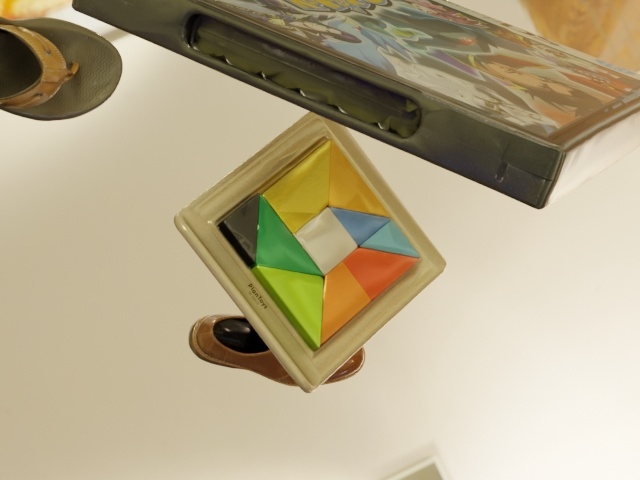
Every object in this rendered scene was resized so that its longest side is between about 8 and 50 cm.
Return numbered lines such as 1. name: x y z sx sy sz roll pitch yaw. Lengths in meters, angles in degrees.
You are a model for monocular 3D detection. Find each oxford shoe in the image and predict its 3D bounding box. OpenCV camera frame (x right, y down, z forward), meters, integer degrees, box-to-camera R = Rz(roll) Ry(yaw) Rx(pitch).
1. oxford shoe: -0.040 0.125 1.452 0.076 0.212 0.076 151 -56 -65

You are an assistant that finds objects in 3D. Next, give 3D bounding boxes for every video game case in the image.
1. video game case: 0.047 -0.101 0.682 0.248 0.035 0.275 25 21 18

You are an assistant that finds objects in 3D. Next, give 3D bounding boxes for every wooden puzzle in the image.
1. wooden puzzle: 0.000 0.000 1.280 0.221 0.238 0.044 53 -32 -5

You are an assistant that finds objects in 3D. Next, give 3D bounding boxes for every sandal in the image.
1. sandal: -0.252 -0.147 1.018 0.219 0.090 0.060 17 9 -43
